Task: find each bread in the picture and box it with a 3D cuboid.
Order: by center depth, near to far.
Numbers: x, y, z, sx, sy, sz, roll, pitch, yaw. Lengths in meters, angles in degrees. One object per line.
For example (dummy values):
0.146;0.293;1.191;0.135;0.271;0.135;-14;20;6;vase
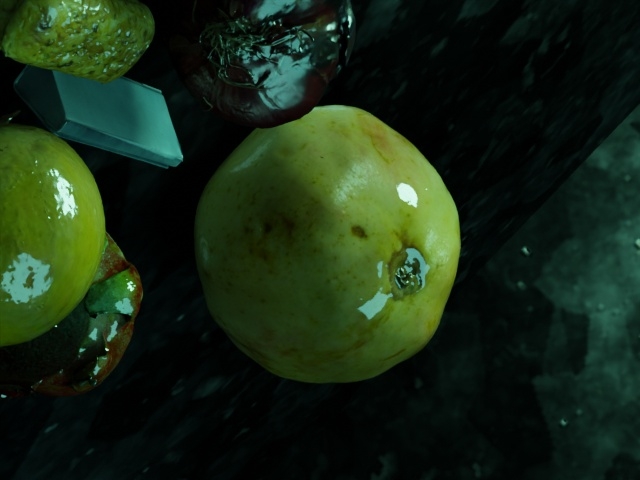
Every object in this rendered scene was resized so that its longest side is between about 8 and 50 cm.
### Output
-0.271;-0.234;1.683;0.114;0.083;0.211;-48;157;19;bread

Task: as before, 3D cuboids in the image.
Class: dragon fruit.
-0.349;0.072;1.885;0.130;0.295;0.268;-16;115;-69;dragon fruit

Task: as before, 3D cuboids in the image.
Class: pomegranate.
0.000;0.000;2.226;0.411;0.411;0.411;-37;157;-19;pomegranate

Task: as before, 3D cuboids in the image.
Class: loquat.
-0.369;-0.019;1.677;0.275;0.275;0.275;-37;157;-19;loquat

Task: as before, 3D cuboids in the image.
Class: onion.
-0.071;-0.273;1.797;0.281;0.221;0.281;17;90;-79;onion

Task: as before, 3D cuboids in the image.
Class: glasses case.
-0.264;-0.150;1.849;0.056;0.105;0.266;-24;164;20;glasses case
